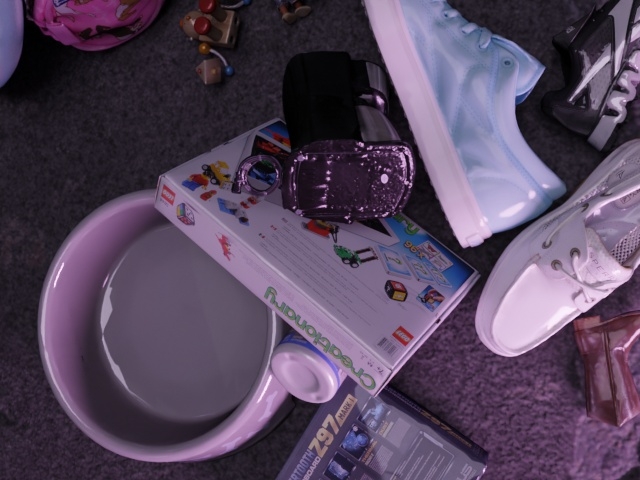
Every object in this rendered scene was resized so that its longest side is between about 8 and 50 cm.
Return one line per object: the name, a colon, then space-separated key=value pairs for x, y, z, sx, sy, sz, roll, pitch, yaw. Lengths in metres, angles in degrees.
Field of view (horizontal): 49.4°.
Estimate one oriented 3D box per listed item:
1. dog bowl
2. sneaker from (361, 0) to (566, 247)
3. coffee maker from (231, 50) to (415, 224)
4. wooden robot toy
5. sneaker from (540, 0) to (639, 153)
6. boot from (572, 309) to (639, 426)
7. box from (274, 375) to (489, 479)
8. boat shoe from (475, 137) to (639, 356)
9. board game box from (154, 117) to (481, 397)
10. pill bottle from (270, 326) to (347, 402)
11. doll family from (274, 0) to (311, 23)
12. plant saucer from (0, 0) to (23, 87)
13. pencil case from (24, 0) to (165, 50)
dog bowl: x=-0.176 y=0.096 z=0.824 sx=0.348 sy=0.102 sz=0.349 roll=-1 pitch=86 yaw=16
sneaker: x=0.152 y=-0.185 z=0.745 sx=0.150 sy=0.135 sz=0.366 roll=-22 pitch=91 yaw=12
coffee maker: x=0.002 y=-0.117 z=0.721 sx=0.171 sy=0.178 sz=0.120 roll=17 pitch=127 yaw=-22
wooden robot toy: x=-0.144 y=-0.278 z=0.861 sx=0.079 sy=0.076 sz=0.173 roll=13 pitch=89 yaw=27
sneaker: x=0.304 y=-0.217 z=0.727 sx=0.106 sy=0.078 sz=0.234 roll=25 pitch=95 yaw=13
boot: x=0.322 y=0.131 z=0.718 sx=0.106 sy=0.037 sz=0.114 roll=-13 pitch=79 yaw=27
box: x=0.047 y=0.282 z=0.770 sx=0.183 sy=0.059 sz=0.233 roll=32 pitch=95 yaw=15
boat shoe: x=0.266 y=0.013 z=0.698 sx=0.098 sy=0.096 sz=0.277 roll=37 pitch=97 yaw=-13
board game box: x=0.000 y=0.000 z=0.742 sx=0.305 sy=0.193 sz=0.053 roll=39 pitch=134 yaw=15
pill bottle: x=0.012 y=0.100 z=0.750 sx=0.078 sy=0.137 sz=0.078 roll=19 pitch=134 yaw=21
doll family: x=-0.005 y=-0.355 z=0.828 sx=0.193 sy=0.076 sz=0.111 roll=-28 pitch=75 yaw=7
plant saucer: x=-0.433 y=-0.345 z=0.869 sx=0.317 sy=0.043 sz=0.318 roll=30 pitch=128 yaw=47
pencil case: x=-0.338 y=-0.440 z=0.881 sx=0.160 sy=0.167 sz=0.386 roll=-35 pitch=75 yaw=45
